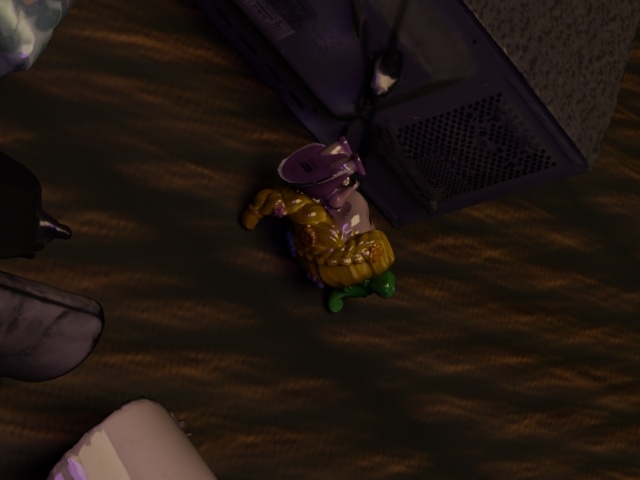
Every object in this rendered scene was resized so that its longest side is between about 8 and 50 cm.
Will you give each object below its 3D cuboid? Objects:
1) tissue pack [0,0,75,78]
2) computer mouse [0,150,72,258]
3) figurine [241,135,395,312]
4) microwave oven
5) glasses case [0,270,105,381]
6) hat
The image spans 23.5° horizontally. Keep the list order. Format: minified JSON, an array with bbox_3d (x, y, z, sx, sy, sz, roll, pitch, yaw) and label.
[{"bbox_3d":[-0.282,-0.285,1.080,0.311,0.128,0.228,52,44,-26],"label":"tissue pack"},{"bbox_3d":[-0.285,-0.055,0.994,0.264,0.088,0.147,31,7,-4],"label":"computer mouse"},{"bbox_3d":[0.000,0.000,1.352,0.095,0.115,0.156,-109,178,-54],"label":"figurine"},{"bbox_3d":[0.072,-0.276,1.400,0.432,0.236,0.374,46,48,-28],"label":"microwave oven"},{"bbox_3d":[-0.285,0.030,0.973,0.299,0.114,0.060,21,62,-44],"label":"glasses case"},{"bbox_3d":[-0.088,0.241,1.100,0.232,0.161,0.275,-35,100,-53],"label":"hat"}]
